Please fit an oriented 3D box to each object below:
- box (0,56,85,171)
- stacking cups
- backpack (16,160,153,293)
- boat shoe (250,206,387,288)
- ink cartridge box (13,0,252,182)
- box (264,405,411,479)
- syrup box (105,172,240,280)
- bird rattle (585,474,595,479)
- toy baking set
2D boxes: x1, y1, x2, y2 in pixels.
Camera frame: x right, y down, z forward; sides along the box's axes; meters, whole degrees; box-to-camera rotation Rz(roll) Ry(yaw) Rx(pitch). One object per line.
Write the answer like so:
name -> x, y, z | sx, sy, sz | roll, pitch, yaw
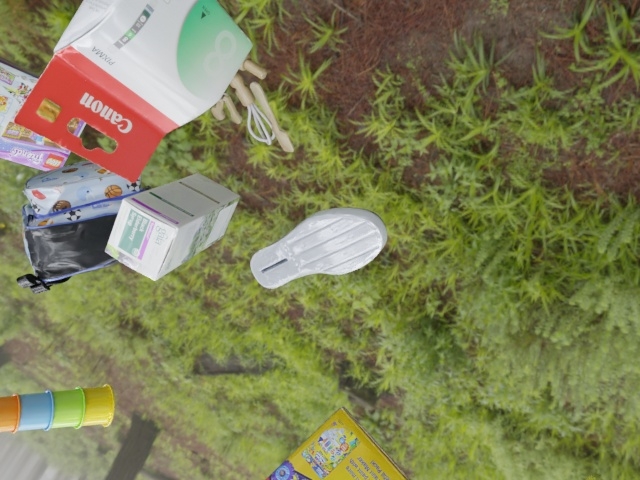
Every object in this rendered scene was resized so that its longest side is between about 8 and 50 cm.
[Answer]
box -> -0.675, -0.279, 1.192 | 0.057, 0.201, 0.293 | 39, -169, 32
stacking cups -> -0.605, 0.360, 1.134 | 0.316, 0.096, 0.096 | 6, 166, -38
backpack -> -0.433, -0.042, 1.017 | 0.263, 0.277, 0.213 | 12, 111, 58
boat shoe -> 0.000, 0.000, 1.037 | 0.335, 0.119, 0.121 | -17, 104, 43
ink cartridge box -> -0.188, -0.179, 0.588 | 0.056, 0.224, 0.181 | 28, 177, 27
box -> -0.002, 0.338, 0.493 | 0.177, 0.279, 0.290 | 43, 168, 28
syrup box -> -0.228, -0.032, 0.872 | 0.096, 0.237, 0.093 | 29, 111, 6
bird rattle -> 0.330, 0.461, 0.836 | 0.207, 0.143, 0.253 | 20, 129, -15
toy baking set -> -0.143, -0.263, 0.955 | 0.256, 0.030, 0.196 | 33, 155, 17
